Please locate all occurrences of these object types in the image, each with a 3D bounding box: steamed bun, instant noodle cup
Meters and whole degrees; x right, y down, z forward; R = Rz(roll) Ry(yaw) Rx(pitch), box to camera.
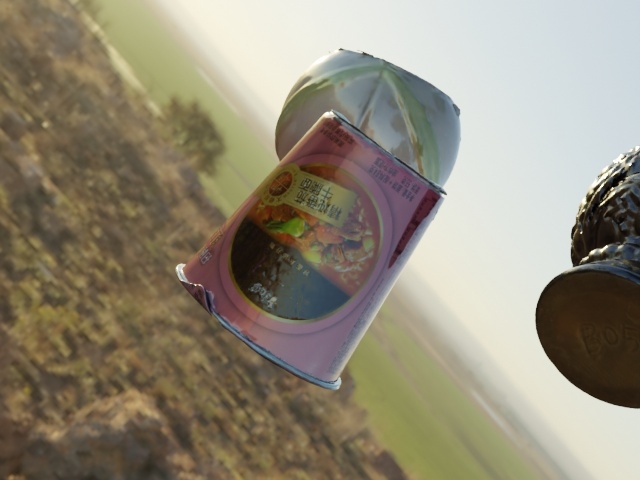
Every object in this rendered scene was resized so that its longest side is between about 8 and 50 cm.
[{"bbox_3d":[0.061,-0.129,1.848,0.309,0.309,0.309,49,3,-3],"label":"steamed bun"},{"bbox_3d":[0.000,0.000,1.299,0.244,0.255,0.244,35,6,-4],"label":"instant noodle cup"}]

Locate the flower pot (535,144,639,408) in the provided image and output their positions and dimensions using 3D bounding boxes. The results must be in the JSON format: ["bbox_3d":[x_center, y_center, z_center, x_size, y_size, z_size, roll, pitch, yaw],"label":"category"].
[{"bbox_3d":[0.397,0.049,1.392,0.267,0.267,0.266,24,-46,27],"label":"flower pot"}]
